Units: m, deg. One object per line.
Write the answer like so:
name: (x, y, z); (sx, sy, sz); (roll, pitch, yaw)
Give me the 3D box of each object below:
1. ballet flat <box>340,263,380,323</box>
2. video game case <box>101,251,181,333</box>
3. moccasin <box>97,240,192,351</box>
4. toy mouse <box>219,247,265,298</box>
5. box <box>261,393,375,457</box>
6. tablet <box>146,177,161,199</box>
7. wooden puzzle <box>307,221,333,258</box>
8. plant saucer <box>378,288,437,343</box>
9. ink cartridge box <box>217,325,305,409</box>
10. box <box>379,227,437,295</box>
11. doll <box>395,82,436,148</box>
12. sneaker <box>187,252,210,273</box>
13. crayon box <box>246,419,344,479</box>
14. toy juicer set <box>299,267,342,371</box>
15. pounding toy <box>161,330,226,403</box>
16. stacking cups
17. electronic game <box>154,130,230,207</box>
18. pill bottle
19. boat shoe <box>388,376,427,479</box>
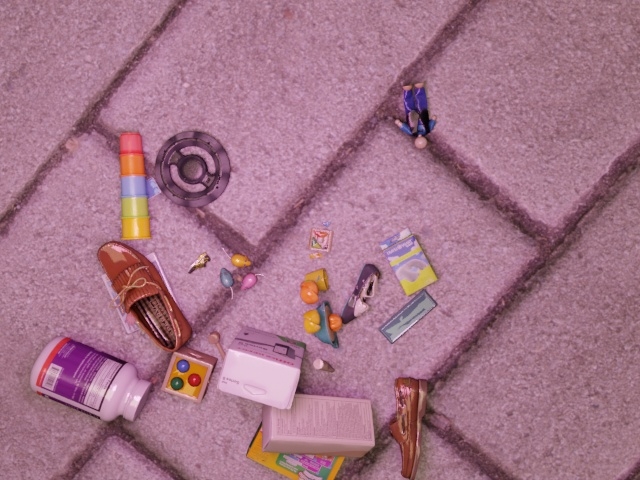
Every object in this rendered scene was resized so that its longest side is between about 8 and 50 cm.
ballet flat: (0.127, 0.170, 1.808); (0.074, 0.074, 0.203); (24, 92, -1)
video game case: (-0.554, 0.162, 1.848); (0.183, 0.023, 0.202); (-24, 94, 3)
moccasin: (-0.530, 0.168, 1.763); (0.139, 0.147, 0.380); (-30, 92, 3)
toy mouse: (-0.255, 0.116, 1.835); (0.160, 0.031, 0.143); (20, 94, -1)
box: (-0.010, 0.542, 1.751); (0.310, 0.121, 0.148); (10, 51, -14)
tablet: (-0.537, -0.151, 1.834); (0.083, 0.006, 0.054); (-29, 93, 2)
wooden puzzle: (0.000, 0.000, 1.831); (0.078, 0.014, 0.117); (2, 94, 1)
plant saucer: (0.270, 0.236, 1.842); (0.192, 0.018, 0.067); (-42, 93, 3)
ink cartridge box: (-0.160, 0.358, 1.722); (0.211, 0.289, 0.122); (16, 95, 0)
box: (0.267, 0.064, 1.817); (0.109, 0.042, 0.178); (-29, 94, 3)
doll: (0.284, -0.368, 1.782); (0.128, 0.046, 0.189); (-13, 100, -7)
sneaker: (-0.373, 0.075, 1.834); (0.035, 0.031, 0.083); (44, 94, -3)
crayon box: (-0.068, 0.642, 1.845); (0.278, 0.081, 0.166); (26, 94, -1)
toy juicer set: (0.015, 0.254, 1.752); (0.089, 0.209, 0.329); (-11, 93, 10)
pounding toy: (-0.362, 0.382, 1.825); (0.180, 0.094, 0.206); (20, 95, 0)
stacking cups: (-0.554, -0.161, 1.792); (0.095, 0.096, 0.317); (-1, 90, 1)
electronic game: (-0.386, -0.215, 1.805); (0.229, 0.048, 0.230); (0, 95, 2)
pill bottle: (-0.682, 0.424, 1.791); (0.322, 0.181, 0.182); (23, 94, -1)
boat shoe: (0.259, 0.571, 1.829); (0.104, 0.111, 0.308); (6, 84, 4)
